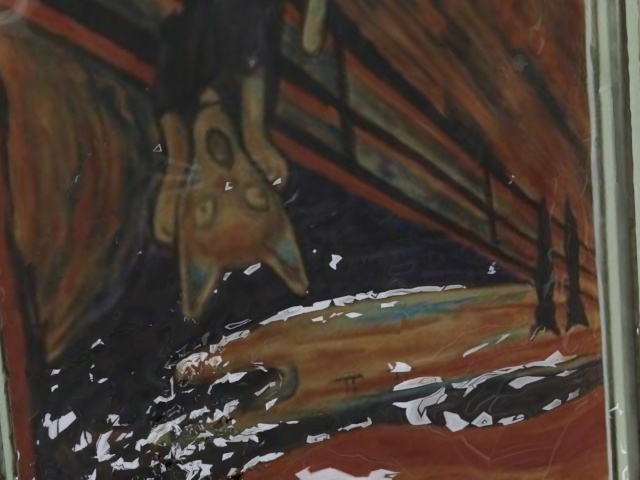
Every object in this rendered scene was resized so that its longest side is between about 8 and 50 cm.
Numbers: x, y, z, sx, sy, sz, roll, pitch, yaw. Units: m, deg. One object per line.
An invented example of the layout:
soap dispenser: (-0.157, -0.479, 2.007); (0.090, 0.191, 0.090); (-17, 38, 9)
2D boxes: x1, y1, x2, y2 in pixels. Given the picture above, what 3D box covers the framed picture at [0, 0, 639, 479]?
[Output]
framed picture: (0.000, 0.000, 0.514); (0.216, 0.016, 0.273); (-10, 103, -21)
